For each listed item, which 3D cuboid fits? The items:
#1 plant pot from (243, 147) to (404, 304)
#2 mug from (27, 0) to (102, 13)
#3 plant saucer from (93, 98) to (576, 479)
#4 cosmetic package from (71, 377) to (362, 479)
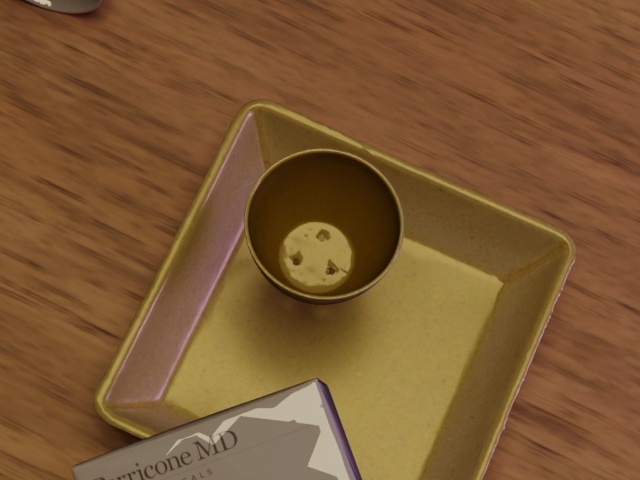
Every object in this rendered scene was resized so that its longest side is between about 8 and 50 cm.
[{"bbox_3d":[0.000,0.000,1.588,0.134,0.095,0.134,1,71,-4],"label":"plant pot"},{"bbox_3d":[-0.251,-0.322,1.762,0.150,0.113,0.169,18,67,0],"label":"mug"},{"bbox_3d":[0.015,0.084,1.653,0.332,0.081,0.333,24,71,4],"label":"plant saucer"},{"bbox_3d":[-0.031,0.320,1.475,0.217,0.156,0.385,-22,86,0],"label":"cosmetic package"}]
